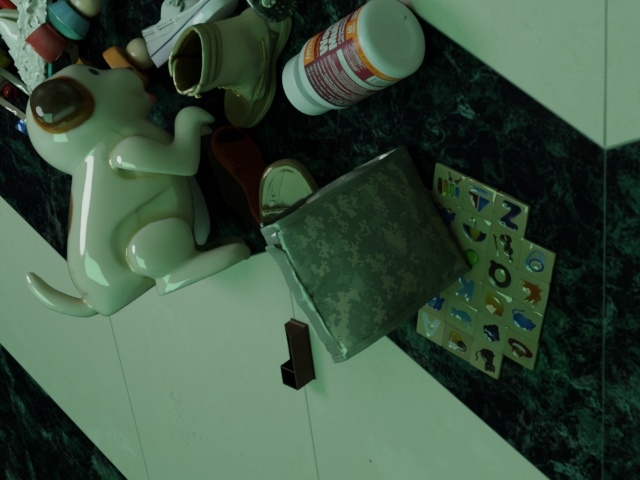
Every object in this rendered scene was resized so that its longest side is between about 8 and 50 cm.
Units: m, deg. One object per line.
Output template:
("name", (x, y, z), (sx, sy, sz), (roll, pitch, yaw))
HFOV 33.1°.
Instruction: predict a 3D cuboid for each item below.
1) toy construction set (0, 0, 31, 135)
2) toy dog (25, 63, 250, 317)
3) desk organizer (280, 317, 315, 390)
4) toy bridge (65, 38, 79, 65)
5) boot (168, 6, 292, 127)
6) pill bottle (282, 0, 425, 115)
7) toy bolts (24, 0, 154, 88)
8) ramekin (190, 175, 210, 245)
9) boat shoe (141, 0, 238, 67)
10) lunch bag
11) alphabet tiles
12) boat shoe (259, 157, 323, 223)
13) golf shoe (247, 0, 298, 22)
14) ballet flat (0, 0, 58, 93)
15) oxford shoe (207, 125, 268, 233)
("toy construction set", (-0.714, -0.394, 2.308), (0.237, 0.257, 0.309), (42, 120, 38))
("toy dog", (-0.343, -0.103, 1.827), (0.284, 0.395, 0.408), (-72, -41, -83))
("desk organizer", (-0.050, 0.223, 2.104), (0.047, 0.050, 0.130), (18, 127, 39))
("toy bridge", (-0.520, -0.333, 2.263), (0.063, 0.026, 0.188), (38, 137, 22))
("boot", (-0.160, -0.268, 1.769), (0.095, 0.203, 0.262), (44, 138, 18))
("pill bottle", (0.044, -0.268, 1.616), (0.221, 0.121, 0.121), (-20, 99, 51))
("toy bolts", (-0.426, -0.375, 2.062), (0.228, 0.158, 0.218), (42, -173, -20))
("ramekin", (-0.319, -0.076, 2.091), (0.273, 0.127, 0.273), (49, 155, 32))
("boat shoe", (-0.235, -0.387, 1.869), (0.088, 0.096, 0.267), (58, 150, -7))
("lunch bag", (0.053, 0.025, 1.653), (0.169, 0.287, 0.235), (-22, 98, 51))
("alphabet tiles", (0.236, 0.053, 1.712), (0.285, 0.011, 0.343), (29, 133, 32))
("boat shoe", (0.000, 0.000, 1.841), (0.123, 0.123, 0.342), (-15, 115, 26))
("golf shoe", (-0.118, -0.463, 1.700), (0.273, 0.105, 0.120), (66, 157, 0))
("ballet flat", (-0.570, -0.473, 2.108), (0.147, 0.147, 0.409), (32, 126, 30))
("oxford shoe", (-0.114, -0.078, 1.946), (0.271, 0.097, 0.098), (58, 147, 17))
